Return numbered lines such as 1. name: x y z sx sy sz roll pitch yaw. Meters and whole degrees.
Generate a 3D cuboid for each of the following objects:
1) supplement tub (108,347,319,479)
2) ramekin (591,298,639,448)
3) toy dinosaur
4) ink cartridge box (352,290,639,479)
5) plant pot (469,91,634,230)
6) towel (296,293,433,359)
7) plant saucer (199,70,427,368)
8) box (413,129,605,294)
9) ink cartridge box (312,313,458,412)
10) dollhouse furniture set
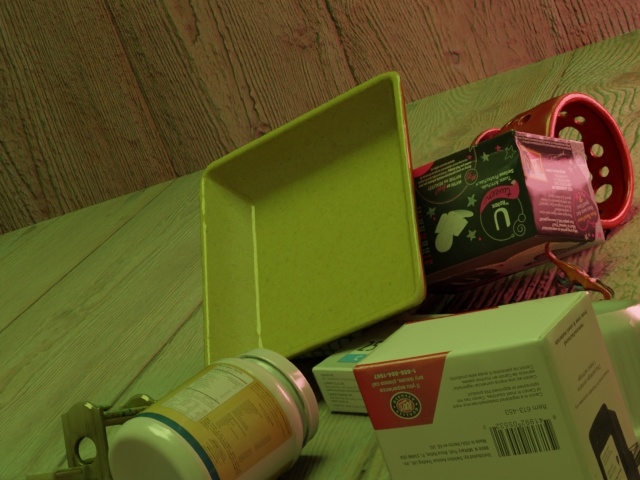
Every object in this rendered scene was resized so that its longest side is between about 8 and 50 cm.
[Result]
1. supplement tub: -0.110 0.213 1.713 0.144 0.144 0.199 -8 18 46
2. ramekin: 0.195 0.132 1.445 0.272 0.127 0.273 -10 1 0
3. toy dinosaur: 0.303 0.052 1.887 0.047 0.090 0.082 -53 29 -10
4. ink cartridge box: 0.152 0.176 1.249 0.172 0.237 0.100 -12 13 35
5. plant pot: 0.303 -0.086 2.188 0.174 0.191 0.191 -21 10 41
6. towel: 0.032 0.056 2.175 0.235 0.121 0.283 -10 17 39
7. plant saucer: 0.000 0.000 2.003 0.333 0.081 0.333 -25 52 31
8. box: 0.205 -0.028 2.025 0.247 0.142 0.163 -21 -17 39
9. ink cartridge box: 0.177 0.114 1.837 0.261 0.066 0.296 -31 16 -34
10. dollhouse furniture set: -0.213 0.222 1.802 0.161 0.101 0.182 -13 -7 31
